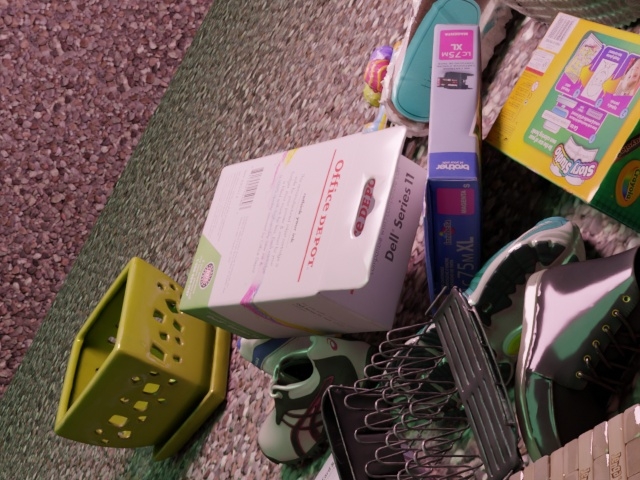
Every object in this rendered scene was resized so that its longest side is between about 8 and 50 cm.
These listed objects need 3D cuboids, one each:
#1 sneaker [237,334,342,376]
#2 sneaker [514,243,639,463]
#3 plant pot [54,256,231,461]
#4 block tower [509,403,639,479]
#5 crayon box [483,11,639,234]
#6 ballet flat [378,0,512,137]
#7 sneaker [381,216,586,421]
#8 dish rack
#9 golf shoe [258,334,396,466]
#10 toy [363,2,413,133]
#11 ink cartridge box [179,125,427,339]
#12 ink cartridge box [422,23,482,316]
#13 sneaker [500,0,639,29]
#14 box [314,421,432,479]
[{"bbox_3d":[-0.013,0.043,1.667,0.112,0.131,0.296,134,159,-69],"label":"sneaker"},{"bbox_3d":[0.237,0.105,1.078,0.118,0.083,0.222,-26,48,39],"label":"sneaker"},{"bbox_3d":[-0.271,0.204,1.996,0.228,0.207,0.227,-49,25,31],"label":"plant pot"},{"bbox_3d":[0.238,0.196,0.945,0.335,0.097,0.091,-41,30,42],"label":"block tower"},{"bbox_3d":[0.281,-0.124,1.254,0.165,0.081,0.278,-60,20,8],"label":"crayon box"},{"bbox_3d":[0.195,-0.323,1.661,0.409,0.147,0.147,-62,20,1],"label":"ballet flat"},{"bbox_3d":[0.172,0.084,1.278,0.275,0.107,0.110,-46,6,26],"label":"sneaker"},{"bbox_3d":[0.093,0.180,1.171,0.271,0.074,0.208,118,141,-51],"label":"dish rack"},{"bbox_3d":[-0.019,0.187,1.540,0.273,0.120,0.105,-44,29,44],"label":"golf shoe"},{"bbox_3d":[0.088,-0.220,1.798,0.137,0.056,0.237,98,-177,-55],"label":"toy"},{"bbox_3d":[0.000,0.000,1.470,0.353,0.119,0.207,-8,60,51],"label":"ink cartridge box"},{"bbox_3d":[0.152,-0.076,1.404,0.186,0.065,0.311,82,-166,-46],"label":"ink cartridge box"},{"bbox_3d":[0.300,-0.331,1.438,0.146,0.102,0.293,-61,20,2],"label":"sneaker"},{"bbox_3d":[0.049,0.280,1.374,0.145,0.038,0.186,-58,20,9],"label":"box"}]
